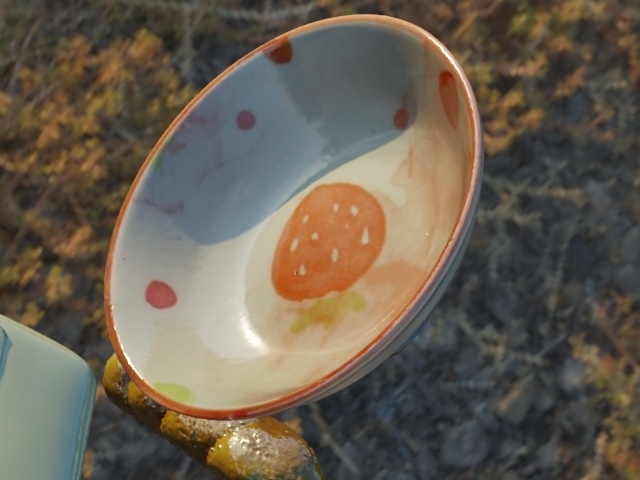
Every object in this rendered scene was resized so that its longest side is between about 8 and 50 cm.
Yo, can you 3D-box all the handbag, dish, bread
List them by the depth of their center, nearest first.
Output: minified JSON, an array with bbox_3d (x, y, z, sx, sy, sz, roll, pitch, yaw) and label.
[{"bbox_3d":[0.000,0.000,1.044,0.085,0.260,0.260,40,41,-43],"label":"dish"},{"bbox_3d":[-0.292,0.154,1.423,0.219,0.079,0.256,32,38,-24],"label":"handbag"},{"bbox_3d":[-0.088,0.192,1.766,0.124,0.344,0.084,36,84,-48],"label":"bread"}]
